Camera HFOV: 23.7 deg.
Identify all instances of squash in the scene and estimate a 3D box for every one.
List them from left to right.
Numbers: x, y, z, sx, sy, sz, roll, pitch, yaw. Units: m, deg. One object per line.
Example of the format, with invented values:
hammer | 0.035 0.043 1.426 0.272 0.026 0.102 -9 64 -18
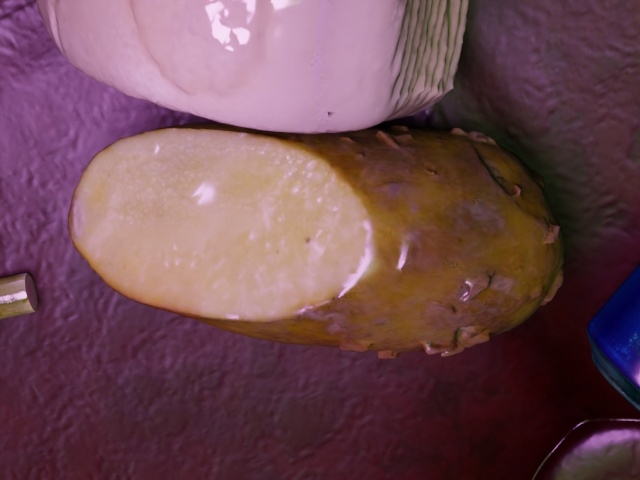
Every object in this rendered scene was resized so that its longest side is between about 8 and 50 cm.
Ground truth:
squash | -0.230 0.042 1.003 0.083 0.027 0.028 -13 107 4

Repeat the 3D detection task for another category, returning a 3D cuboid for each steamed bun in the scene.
steamed bun | -0.058 -0.201 0.832 0.272 0.273 0.291 2 104 16

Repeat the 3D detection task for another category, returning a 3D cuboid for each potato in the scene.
potato | 0.000 0.000 0.909 0.298 0.176 0.141 0 81 -4

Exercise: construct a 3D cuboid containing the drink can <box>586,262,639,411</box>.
drink can | 0.266 0.023 0.945 0.118 0.118 0.205 36 103 -10
